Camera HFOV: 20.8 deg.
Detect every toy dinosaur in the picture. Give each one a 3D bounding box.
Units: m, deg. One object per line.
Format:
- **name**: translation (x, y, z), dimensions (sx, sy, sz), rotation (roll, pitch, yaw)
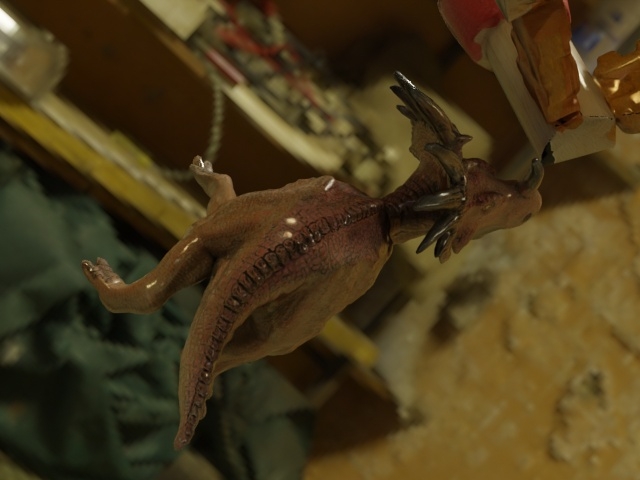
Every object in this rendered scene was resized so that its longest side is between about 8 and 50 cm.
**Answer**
- **toy dinosaur**: translation (0.000, 0.000, 0.980), dimensions (0.127, 0.200, 0.295), rotation (63, 29, -9)

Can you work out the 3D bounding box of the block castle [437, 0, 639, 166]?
- **block castle**: translation (0.187, -0.278, 0.986), dimensions (0.453, 0.303, 0.213), rotation (66, 2, -54)
